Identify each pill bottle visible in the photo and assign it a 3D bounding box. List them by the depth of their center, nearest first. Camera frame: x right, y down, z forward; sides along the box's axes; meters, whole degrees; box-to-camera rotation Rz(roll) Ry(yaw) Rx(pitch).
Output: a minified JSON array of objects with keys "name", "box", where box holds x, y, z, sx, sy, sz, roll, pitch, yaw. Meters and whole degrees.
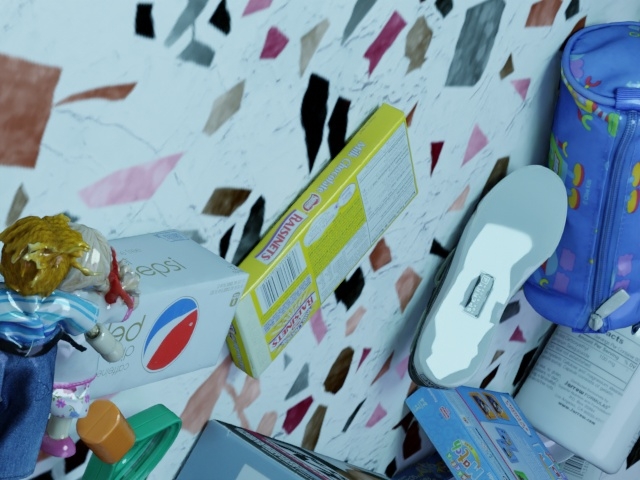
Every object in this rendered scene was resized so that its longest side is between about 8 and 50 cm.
[{"name":"pill bottle","box":[0.305,0.113,1.980,0.229,0.131,0.131,-59,154,-2]}]

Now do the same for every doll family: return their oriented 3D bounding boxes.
[{"name":"doll family","box":[-0.187,0.059,0.978,0.263,0.118,0.163,0,118,-36]}]

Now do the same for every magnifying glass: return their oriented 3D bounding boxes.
[{"name":"magnifying glass","box":[-0.134,0.136,1.263,0.092,0.026,0.231,-48,172,-11]}]

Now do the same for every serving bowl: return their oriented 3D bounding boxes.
[{"name":"serving bowl","box":[0.257,0.205,2.091,0.083,0.027,0.083,-18,131,-21]}]

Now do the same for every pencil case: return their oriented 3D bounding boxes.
[{"name":"pencil case","box":[0.258,-0.045,1.735,0.133,0.119,0.306,-96,-173,-48]}]

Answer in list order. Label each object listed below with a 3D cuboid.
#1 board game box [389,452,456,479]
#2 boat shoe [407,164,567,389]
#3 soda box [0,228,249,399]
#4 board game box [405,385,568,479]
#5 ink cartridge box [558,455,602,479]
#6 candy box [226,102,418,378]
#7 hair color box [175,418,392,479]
[{"name":"board game box","box":[0.099,0.275,1.887,0.201,0.035,0.136,-19,133,-54]},{"name":"boat shoe","box":[0.138,0.031,1.676,0.219,0.078,0.070,-58,-171,-13]},{"name":"soda box","box":[-0.139,0.049,1.186,0.216,0.069,0.074,-10,126,-57]},{"name":"board game box","box":[0.174,0.211,1.815,0.039,0.160,0.211,-40,158,16]},{"name":"ink cartridge box","box":[0.340,0.151,2.200,0.225,0.056,0.181,-56,161,-56]},{"name":"candy box","box":[0.000,0.000,1.433,0.206,0.027,0.105,-49,154,-22]},{"name":"hair color box","box":[0.031,0.260,1.575,0.114,0.185,0.374,-60,154,-1]}]
